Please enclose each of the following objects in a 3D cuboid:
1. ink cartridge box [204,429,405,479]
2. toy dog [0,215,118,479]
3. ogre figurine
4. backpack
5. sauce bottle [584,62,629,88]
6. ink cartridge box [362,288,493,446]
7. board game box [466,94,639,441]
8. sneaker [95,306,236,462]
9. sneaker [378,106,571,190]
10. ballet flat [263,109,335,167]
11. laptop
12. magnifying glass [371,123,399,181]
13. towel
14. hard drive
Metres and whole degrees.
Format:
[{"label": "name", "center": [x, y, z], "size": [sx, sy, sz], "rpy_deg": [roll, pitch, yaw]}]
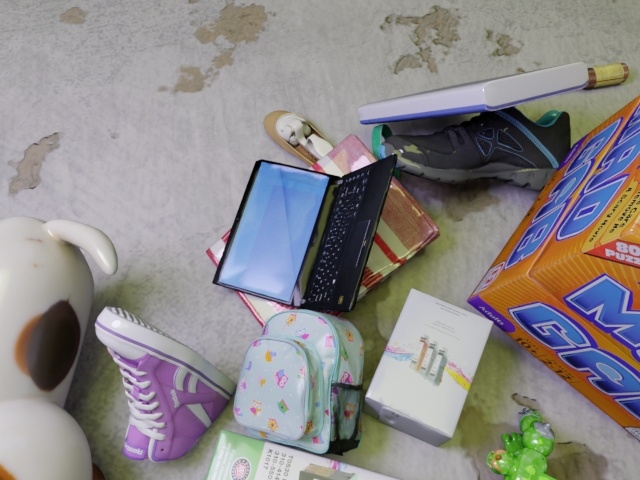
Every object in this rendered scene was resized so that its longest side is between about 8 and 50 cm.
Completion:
[{"label": "ink cartridge box", "center": [-0.022, 0.387, 0.728], "size": [0.278, 0.117, 0.201], "rpy_deg": [12, 64, 8]}, {"label": "toy dog", "center": [-0.417, 0.199, 0.741], "size": [0.395, 0.284, 0.408], "rpy_deg": [-18, 65, 0]}, {"label": "ogre figurine", "center": [0.269, 0.315, 0.752], "size": [0.197, 0.118, 0.097], "rpy_deg": [-41, 69, -17]}, {"label": "backpack", "center": [-0.026, 0.189, 0.783], "size": [0.166, 0.144, 0.188], "rpy_deg": [-2, 69, 41]}, {"label": "sauce bottle", "center": [0.538, -0.323, 1.105], "size": [0.128, 0.042, 0.042], "rpy_deg": [-8, 63, -4]}, {"label": "ink cartridge box", "center": [0.152, 0.188, 0.816], "size": [0.127, 0.128, 0.176], "rpy_deg": [23, 67, 13]}, {"label": "board game box", "center": [0.487, 0.025, 0.714], "size": [0.356, 0.356, 0.356], "rpy_deg": [39, 70, 2]}, {"label": "sneaker", "center": [-0.223, 0.208, 0.739], "size": [0.102, 0.282, 0.161], "rpy_deg": [20, 66, 36]}, {"label": "sneaker", "center": [0.263, -0.167, 0.952], "size": [0.341, 0.125, 0.139], "rpy_deg": [1, 107, -13]}, {"label": "ballet flat", "center": [-0.023, -0.188, 1.043], "size": [0.080, 0.073, 0.232], "rpy_deg": [-42, 69, -15]}, {"label": "laptop", "center": [-0.032, -0.024, 0.849], "size": [0.136, 0.264, 0.234], "rpy_deg": [22, 76, -21]}, {"label": "magnifying glass", "center": [0.124, -0.099, 0.995], "size": [0.026, 0.092, 0.231], "rpy_deg": [-10, 72, 26]}, {"label": "towel", "center": [0.000, 0.000, 0.926], "size": [0.329, 0.037, 0.237], "rpy_deg": [-38, 72, -4]}, {"label": "hard drive", "center": [0.235, -0.238, 0.929], "size": [0.210, 0.319, 0.040], "rpy_deg": [-18, 105, -25]}]
